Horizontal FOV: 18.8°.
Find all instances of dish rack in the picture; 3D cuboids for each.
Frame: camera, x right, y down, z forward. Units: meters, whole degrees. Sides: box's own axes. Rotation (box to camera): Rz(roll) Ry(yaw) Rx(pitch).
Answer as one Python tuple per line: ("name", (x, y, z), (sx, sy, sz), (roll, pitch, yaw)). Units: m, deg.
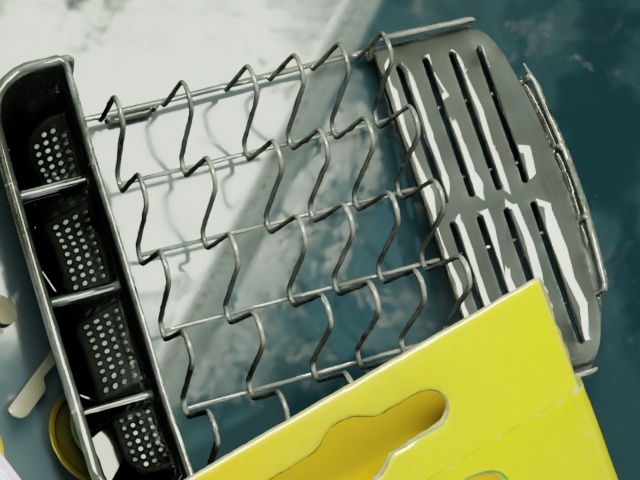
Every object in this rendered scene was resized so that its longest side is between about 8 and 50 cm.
("dish rack", (0.000, 0.000, 0.885), (0.271, 0.074, 0.208), (-15, 79, -16))

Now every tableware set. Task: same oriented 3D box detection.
("tableware set", (-0.136, 0.080, 0.861), (0.154, 0.024, 0.104), (44, 49, -11))

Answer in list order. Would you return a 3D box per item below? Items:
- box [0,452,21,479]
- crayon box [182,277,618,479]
("box", (-0.195, 0.060, 0.761), (0.063, 0.067, 0.324), (-39, 94, -39))
("crayon box", (0.046, 0.179, 0.828), (0.202, 0.081, 0.318), (-29, 118, -13))
